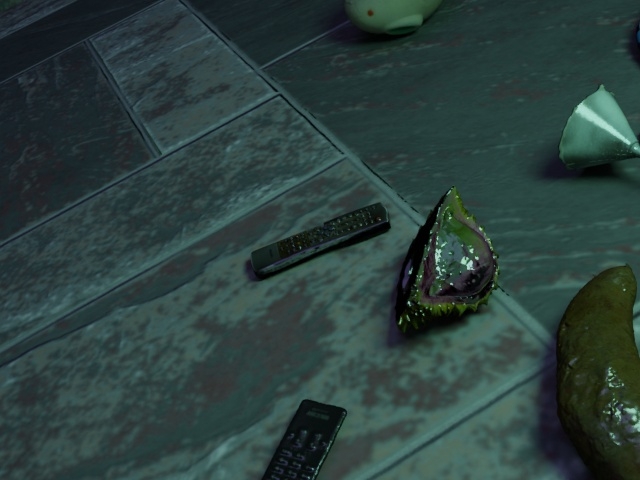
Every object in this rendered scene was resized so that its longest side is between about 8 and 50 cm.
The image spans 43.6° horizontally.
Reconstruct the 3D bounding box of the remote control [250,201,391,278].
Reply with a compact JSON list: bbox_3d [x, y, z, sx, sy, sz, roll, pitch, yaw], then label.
[{"bbox_3d":[0.000,0.000,1.159,0.212,0.028,0.059,-21,35,3],"label":"remote control"}]

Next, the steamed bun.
[{"bbox_3d":[0.154,-0.476,1.545,0.228,0.130,0.177,-40,31,-18],"label":"steamed bun"}]

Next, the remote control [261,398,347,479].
[{"bbox_3d":[-0.041,0.277,0.861,0.063,0.025,0.245,6,47,30],"label":"remote control"}]

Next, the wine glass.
[{"bbox_3d":[0.409,-0.111,1.014,0.122,0.122,0.183,-37,42,-16],"label":"wine glass"}]

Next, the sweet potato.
[{"bbox_3d":[0.288,0.154,0.785,0.114,0.092,0.341,0,43,3],"label":"sweet potato"}]

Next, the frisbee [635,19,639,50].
[{"bbox_3d":[0.594,-0.338,1.187,0.242,0.045,0.242,-27,41,26],"label":"frisbee"}]

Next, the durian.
[{"bbox_3d":[0.160,0.048,0.991,0.108,0.119,0.186,23,62,-3],"label":"durian"}]
